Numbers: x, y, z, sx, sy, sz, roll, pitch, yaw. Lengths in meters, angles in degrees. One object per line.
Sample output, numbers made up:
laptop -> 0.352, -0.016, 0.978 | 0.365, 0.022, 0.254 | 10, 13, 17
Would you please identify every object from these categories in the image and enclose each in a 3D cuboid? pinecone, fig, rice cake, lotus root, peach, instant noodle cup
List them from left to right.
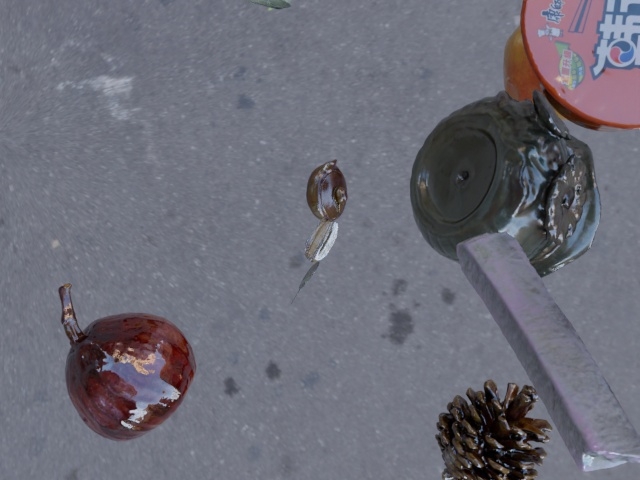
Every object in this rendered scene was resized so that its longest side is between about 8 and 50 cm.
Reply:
fig -> -0.182, 0.116, 0.800 | 0.128, 0.128, 0.150 | -23, 128, -17
lotus root -> 0.001, 0.001, 1.462 | 0.030, 0.037, 0.083 | 39, 79, -47
pinecone -> 0.283, 0.323, 1.377 | 0.185, 0.212, 0.169 | 45, 43, 18
rice cake -> 0.252, 0.115, 0.957 | 0.073, 0.365, 0.056 | -9, 132, -13
peach -> 0.588, -0.429, 2.051 | 0.289, 0.308, 0.288 | 1, 107, 4
instant noodle cup -> 0.365, -0.242, 1.014 | 0.251, 0.192, 0.250 | 0, 88, 11

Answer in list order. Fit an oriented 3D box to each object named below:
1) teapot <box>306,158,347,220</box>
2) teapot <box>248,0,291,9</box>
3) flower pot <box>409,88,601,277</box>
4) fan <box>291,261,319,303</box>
teapot -> 0.021, -0.100, 1.706 | 0.098, 0.078, 0.129 | -21, 114, -42
teapot -> -0.074, -0.517, 1.383 | 0.184, 0.183, 0.250 | 11, 95, -22
flower pot -> 0.300, -0.088, 1.343 | 0.213, 0.302, 0.301 | 17, 90, -35
fan -> -0.025, 0.065, 1.372 | 0.003, 0.060, 0.080 | 35, 97, -8
